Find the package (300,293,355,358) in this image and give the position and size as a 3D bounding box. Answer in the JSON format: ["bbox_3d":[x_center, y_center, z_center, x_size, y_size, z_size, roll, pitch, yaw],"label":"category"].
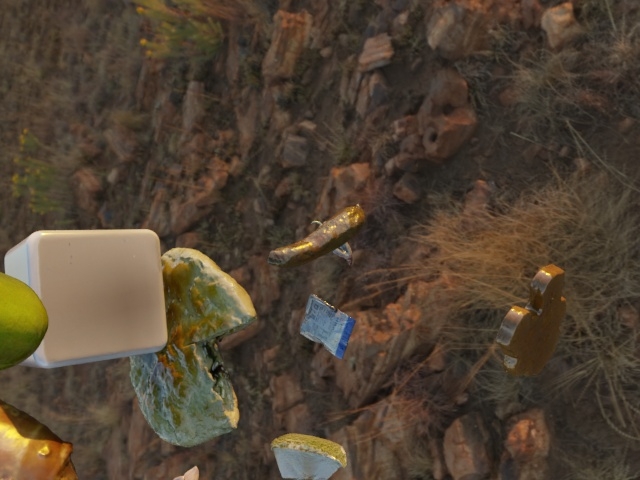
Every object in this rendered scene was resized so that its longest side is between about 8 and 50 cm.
[{"bbox_3d":[0.019,0.274,1.804,0.173,0.027,0.171,28,122,19],"label":"package"}]

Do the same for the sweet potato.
[{"bbox_3d":[0.000,0.000,1.306,0.075,0.273,0.075,42,150,32],"label":"sweet potato"}]

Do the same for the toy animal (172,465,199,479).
[{"bbox_3d":[-0.395,0.720,1.575,0.212,0.124,0.124,-46,52,35],"label":"toy animal"}]

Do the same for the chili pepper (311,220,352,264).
[{"bbox_3d":[0.036,0.001,1.517,0.050,0.041,0.153,-42,80,16],"label":"chili pepper"}]

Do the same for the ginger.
[{"bbox_3d":[-0.549,0.298,0.789,0.418,0.254,0.176,33,124,0],"label":"ginger"}]

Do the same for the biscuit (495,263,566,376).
[{"bbox_3d":[0.387,0.163,1.045,0.186,0.295,0.044,-45,51,-13],"label":"biscuit"}]

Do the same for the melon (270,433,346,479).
[{"bbox_3d":[-0.039,0.437,1.152,0.202,0.140,0.093,-24,46,58],"label":"melon"}]

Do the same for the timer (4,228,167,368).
[{"bbox_3d":[-0.374,0.092,0.904,0.195,0.192,0.194,-12,82,51],"label":"timer"}]

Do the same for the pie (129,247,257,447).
[{"bbox_3d":[-0.235,0.175,0.971,0.338,0.075,0.337,-5,82,38],"label":"pie"}]

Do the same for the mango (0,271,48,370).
[{"bbox_3d":[-0.295,0.061,0.463,0.117,0.163,0.089,15,77,8],"label":"mango"}]
